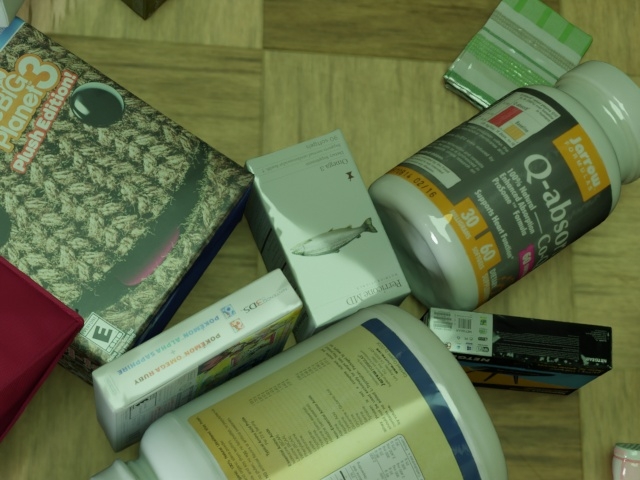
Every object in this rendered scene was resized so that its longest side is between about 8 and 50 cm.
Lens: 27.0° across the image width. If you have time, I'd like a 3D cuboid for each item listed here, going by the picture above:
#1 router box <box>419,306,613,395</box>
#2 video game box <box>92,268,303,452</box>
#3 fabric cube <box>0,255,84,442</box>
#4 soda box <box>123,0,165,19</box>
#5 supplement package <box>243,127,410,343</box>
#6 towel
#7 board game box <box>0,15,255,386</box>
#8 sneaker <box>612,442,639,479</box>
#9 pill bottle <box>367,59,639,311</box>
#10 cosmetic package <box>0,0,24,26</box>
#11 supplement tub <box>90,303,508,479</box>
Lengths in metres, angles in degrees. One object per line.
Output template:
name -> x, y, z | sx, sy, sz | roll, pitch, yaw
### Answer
router box -> 0.176, 0.110, 1.295 | 0.179, 0.133, 0.046 | 6, 72, -7
video game box -> -0.115, 0.113, 1.211 | 0.187, 0.205, 0.048 | -27, 77, -16
fabric cube -> -0.398, 0.118, 1.079 | 0.259, 0.258, 0.254 | 37, 113, 0
soda box -> -0.230, -0.319, 1.404 | 0.181, 0.058, 0.061 | 41, 71, 4
supplement package -> 0.000, 0.000, 1.317 | 0.105, 0.105, 0.179 | -20, 77, -15
towel -> 0.216, -0.195, 1.459 | 0.113, 0.023, 0.152 | 37, 69, 1
board game box -> -0.249, -0.033, 1.269 | 0.291, 0.141, 0.232 | 33, 71, 2
sneaker -> 0.349, 0.242, 1.330 | 0.134, 0.051, 0.070 | 7, 90, -18
pill bottle -> 0.196, -0.057, 1.336 | 0.278, 0.162, 0.162 | -33, 81, -16
cosmetic package -> -0.375, -0.318, 1.266 | 0.224, 0.138, 0.224 | 3, 45, 12
supplement tub -> -0.020, 0.218, 1.181 | 0.316, 0.228, 0.228 | -27, 79, -15
